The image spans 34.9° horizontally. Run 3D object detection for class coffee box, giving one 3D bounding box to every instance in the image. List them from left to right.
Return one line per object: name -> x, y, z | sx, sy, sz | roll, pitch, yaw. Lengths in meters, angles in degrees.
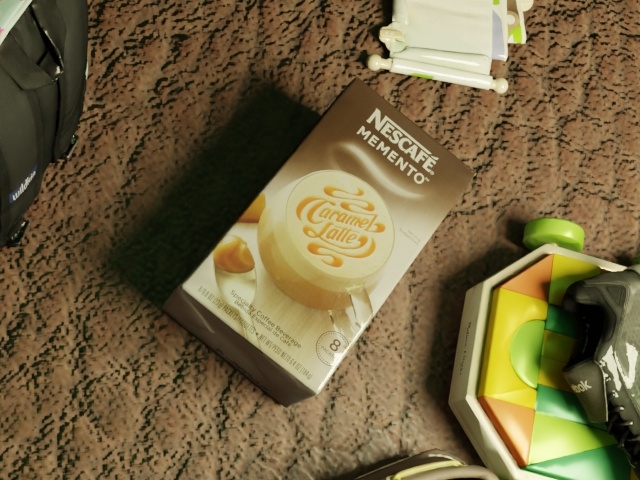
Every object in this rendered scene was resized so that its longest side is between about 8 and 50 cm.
coffee box -> 0.000, 0.000, 0.869 | 0.141, 0.098, 0.246 | 39, 67, -4

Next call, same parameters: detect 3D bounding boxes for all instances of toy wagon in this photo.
toy wagon -> 0.289, 0.135, 0.935 | 0.345, 0.068, 0.267 | 17, 70, -12

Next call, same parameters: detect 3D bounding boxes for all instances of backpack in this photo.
backpack -> -0.268, -0.122, 0.734 | 0.191, 0.253, 0.225 | 29, 65, -8

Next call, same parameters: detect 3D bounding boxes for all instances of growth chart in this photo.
growth chart -> 0.142, -0.259, 1.034 | 0.172, 0.021, 0.237 | 13, 71, -14

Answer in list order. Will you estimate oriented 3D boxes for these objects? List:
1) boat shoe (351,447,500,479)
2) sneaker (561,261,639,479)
boat shoe -> -0.002, 0.258, 0.792 | 0.324, 0.097, 0.116 | -21, 82, -22
sneaker -> 0.255, 0.132, 0.851 | 0.106, 0.078, 0.234 | -2, 71, -16
